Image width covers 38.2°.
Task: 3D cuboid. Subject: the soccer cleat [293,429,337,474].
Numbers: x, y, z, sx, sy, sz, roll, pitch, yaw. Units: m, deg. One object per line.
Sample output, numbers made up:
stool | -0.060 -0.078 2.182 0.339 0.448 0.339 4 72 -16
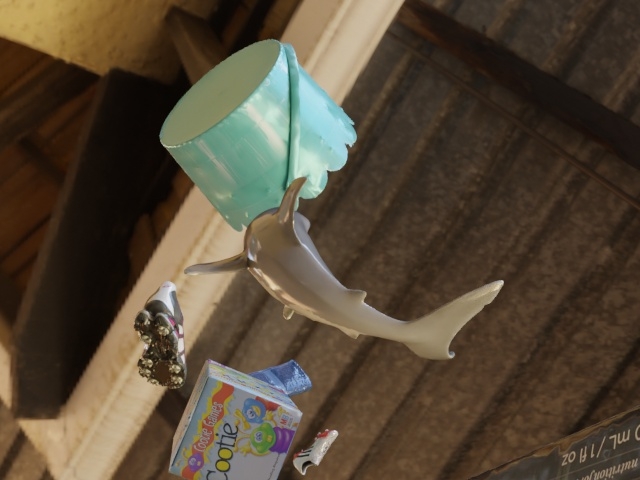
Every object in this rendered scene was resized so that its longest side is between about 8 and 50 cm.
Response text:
soccer cleat | -0.004 0.315 1.374 0.083 0.029 0.036 -38 -134 7

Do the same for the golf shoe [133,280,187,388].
golf shoe | -0.314 0.205 1.904 0.105 0.273 0.120 13 -132 4

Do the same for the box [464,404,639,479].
box | 0.297 0.453 0.855 0.480 0.297 0.472 131 -25 -55

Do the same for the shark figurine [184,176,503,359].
shark figurine | 0.001 0.010 0.777 0.278 0.166 0.116 33 -63 45

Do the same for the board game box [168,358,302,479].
board game box | -0.131 0.278 1.374 0.142 0.275 0.144 23 -95 -6

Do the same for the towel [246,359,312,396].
towel | -0.076 0.244 1.583 0.067 0.119 0.029 44 -51 38

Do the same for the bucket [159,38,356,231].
bucket | -0.101 -0.169 1.446 0.281 0.183 0.281 -30 -150 20
